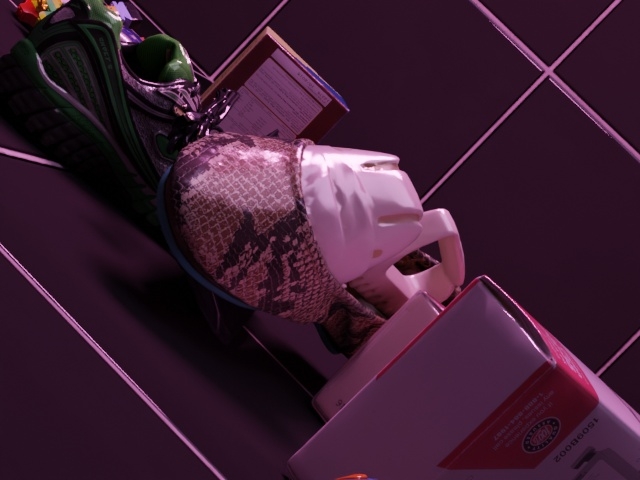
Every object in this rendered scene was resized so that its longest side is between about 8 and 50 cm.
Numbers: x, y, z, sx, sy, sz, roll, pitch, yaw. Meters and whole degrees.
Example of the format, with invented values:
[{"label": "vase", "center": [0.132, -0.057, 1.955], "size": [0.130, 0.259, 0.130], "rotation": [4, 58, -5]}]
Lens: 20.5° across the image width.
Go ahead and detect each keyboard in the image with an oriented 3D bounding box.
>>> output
[{"label": "keyboard", "center": [-0.081, -0.044, 1.607], "size": [0.317, 0.033, 0.201], "rotation": [-55, 132, -70]}]

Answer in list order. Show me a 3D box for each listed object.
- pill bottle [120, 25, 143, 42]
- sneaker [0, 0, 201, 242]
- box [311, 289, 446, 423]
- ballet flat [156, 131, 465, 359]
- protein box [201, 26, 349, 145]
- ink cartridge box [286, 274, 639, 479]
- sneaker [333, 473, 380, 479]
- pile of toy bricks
[{"label": "pill bottle", "center": [-0.226, -0.168, 1.799], "size": [0.112, 0.112, 0.186], "rotation": [44, 5, -6]}, {"label": "sneaker", "center": [-0.147, -0.098, 1.661], "size": [0.343, 0.146, 0.134], "rotation": [41, 5, -45]}, {"label": "box", "center": [0.125, 0.170, 1.619], "size": [0.127, 0.148, 0.232], "rotation": [48, 5, 37]}, {"label": "ballet flat", "center": [0.026, 0.001, 1.560], "size": [0.483, 0.182, 0.164], "rotation": [39, 40, -66]}, {"label": "protein box", "center": [-0.085, -0.138, 2.144], "size": [0.136, 0.201, 0.200], "rotation": [44, 5, -7]}, {"label": "ink cartridge box", "center": [0.147, 0.186, 1.324], "size": [0.283, 0.207, 0.117], "rotation": [39, 8, -41]}, {"label": "sneaker", "center": [0.052, 0.230, 1.068], "size": [0.221, 0.083, 0.087], "rotation": [41, 16, 31]}, {"label": "pile of toy bricks", "center": [-0.291, -0.246, 2.080], "size": [0.105, 0.118, 0.212], "rotation": [-3, 48, -37]}]
